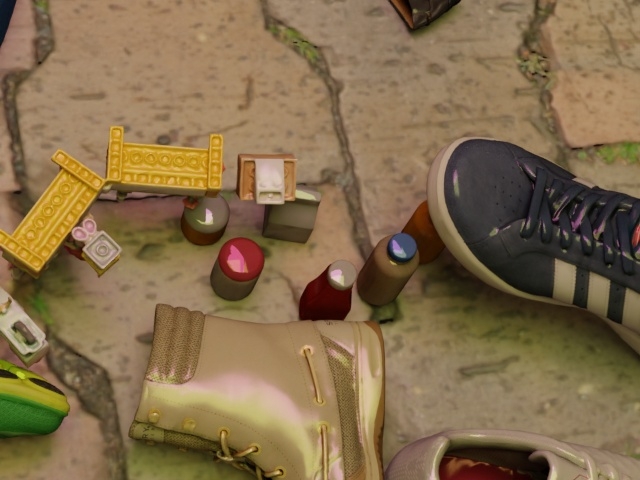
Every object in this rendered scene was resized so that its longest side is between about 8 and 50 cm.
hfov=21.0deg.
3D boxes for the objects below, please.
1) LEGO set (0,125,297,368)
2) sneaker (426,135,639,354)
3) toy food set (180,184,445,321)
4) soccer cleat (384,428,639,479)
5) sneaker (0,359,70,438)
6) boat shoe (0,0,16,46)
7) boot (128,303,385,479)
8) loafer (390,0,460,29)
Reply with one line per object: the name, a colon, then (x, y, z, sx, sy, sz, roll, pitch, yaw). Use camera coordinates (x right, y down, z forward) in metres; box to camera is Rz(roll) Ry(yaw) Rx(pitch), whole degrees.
LEGO set: (-0.163, -0.017, 1.417, 0.287, 0.107, 0.132, -32, 84, -17)
sneaker: (0.254, 0.003, 1.428, 0.350, 0.148, 0.131, 26, 67, -25)
toy food set: (0.000, 0.000, 1.451, 0.232, 0.104, 0.111, 9, 67, -9)
soccer cleat: (0.215, 0.221, 1.391, 0.331, 0.143, 0.116, 9, 67, -9)
sneaker: (-0.342, 0.153, 1.333, 0.295, 0.109, 0.124, -6, 101, -21)
boat shoe: (-0.323, -0.171, 1.450, 0.089, 0.109, 0.258, 20, 64, 0)
boot: (-0.053, 0.177, 1.375, 0.203, 0.095, 0.262, 7, 66, -10)
loafer: (0.055, -0.268, 1.596, 0.170, 0.062, 0.061, 44, 71, 8)
